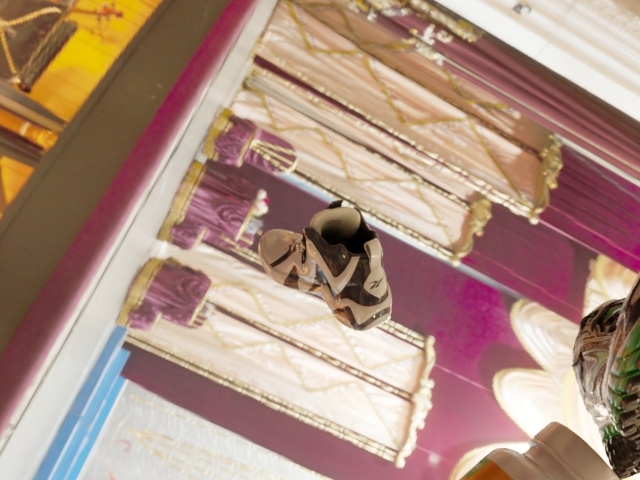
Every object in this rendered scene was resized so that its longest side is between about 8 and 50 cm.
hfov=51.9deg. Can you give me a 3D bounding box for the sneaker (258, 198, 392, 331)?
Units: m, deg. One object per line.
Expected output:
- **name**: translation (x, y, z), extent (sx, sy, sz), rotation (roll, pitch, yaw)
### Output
- **sneaker**: translation (0.000, 0.000, 0.858), extent (0.235, 0.094, 0.153), rotation (38, -42, 44)

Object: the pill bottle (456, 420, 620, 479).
- **pill bottle**: translation (0.185, 0.303, 0.676), extent (0.246, 0.136, 0.136), rotation (-38, -173, -9)

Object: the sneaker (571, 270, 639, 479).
- **sneaker**: translation (0.287, 0.105, 0.603), extent (0.343, 0.134, 0.146), rotation (70, -3, -54)
